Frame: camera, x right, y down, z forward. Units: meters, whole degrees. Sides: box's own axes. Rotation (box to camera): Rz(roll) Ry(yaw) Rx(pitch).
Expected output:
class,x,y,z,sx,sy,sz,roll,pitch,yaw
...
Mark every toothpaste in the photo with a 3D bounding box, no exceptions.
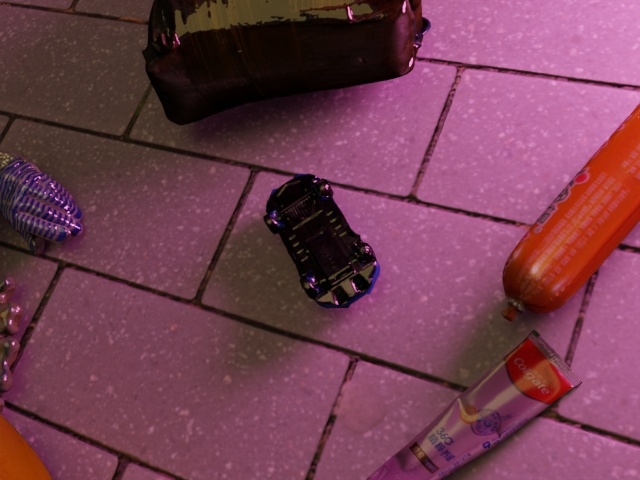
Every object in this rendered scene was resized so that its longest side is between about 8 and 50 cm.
class,x,y,z,sx,sy,sz,roll,pitch,yaw
toothpaste,0.155,0.223,0.918,0.301,0.048,0.075,-38,55,-3

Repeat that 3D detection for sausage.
class,x,y,z,sx,sy,sz,roll,pitch,yaw
sausage,0.316,-0.026,0.947,0.312,0.093,0.093,-47,60,-5

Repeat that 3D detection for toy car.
class,x,y,z,sx,sy,sz,roll,pitch,yaw
toy car,0.000,0.000,1.068,0.103,0.063,0.216,-33,54,3

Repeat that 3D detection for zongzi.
class,x,y,z,sx,sy,sz,roll,pitch,yaw
zongzi,-0.046,-0.392,1.210,0.404,0.207,0.432,-6,52,12

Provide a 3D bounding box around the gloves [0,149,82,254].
class,x,y,z,sx,sy,sz,roll,pitch,yaw
gloves,-0.458,-0.062,1.258,0.229,0.097,0.119,33,110,25

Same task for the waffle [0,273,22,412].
class,x,y,z,sx,sy,sz,roll,pitch,yaw
waffle,-0.574,0.189,1.194,0.309,0.056,0.291,-10,63,17

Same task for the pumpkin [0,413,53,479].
class,x,y,z,sx,sy,sz,roll,pitch,yaw
pumpkin,-0.445,0.321,0.947,0.199,0.332,0.332,-43,59,-10
